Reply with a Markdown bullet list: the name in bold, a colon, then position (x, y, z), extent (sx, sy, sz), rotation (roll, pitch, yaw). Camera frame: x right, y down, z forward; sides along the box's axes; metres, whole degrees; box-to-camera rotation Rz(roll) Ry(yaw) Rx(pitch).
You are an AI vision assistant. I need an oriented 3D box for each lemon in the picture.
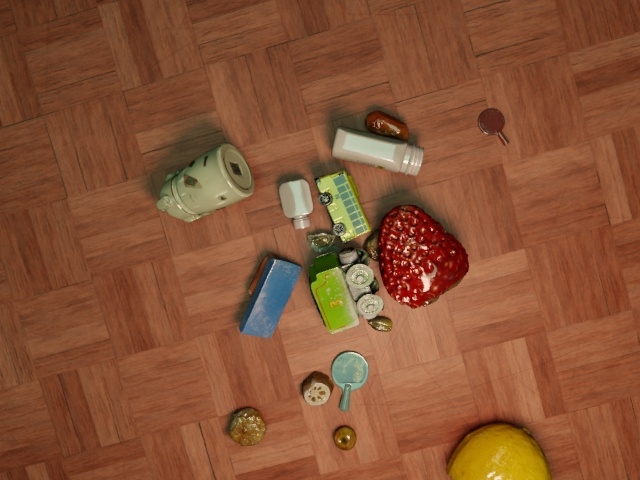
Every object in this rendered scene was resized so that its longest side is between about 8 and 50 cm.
- **lemon**: position (0.665, 0.834, 1.772), extent (0.363, 0.364, 0.365), rotation (0, 94, 2)

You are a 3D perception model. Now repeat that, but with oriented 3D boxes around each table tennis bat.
- **table tennis bat**: position (0.658, -0.424, 1.847), extent (0.098, 0.019, 0.155), rotation (-35, 89, 3)
- **table tennis bat**: position (0.109, 0.551, 1.921), extent (0.149, 0.038, 0.238), rotation (10, 91, 1)

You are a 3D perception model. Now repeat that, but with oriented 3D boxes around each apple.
- **apple**: position (0.097, 0.771, 1.913), extent (0.089, 0.074, 0.090), rotation (0, 93, 4)

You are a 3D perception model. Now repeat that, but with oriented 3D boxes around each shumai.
- **shumai**: position (0.232, 0.021, 1.859), extent (0.139, 0.105, 0.123), rotation (-28, 96, 29)

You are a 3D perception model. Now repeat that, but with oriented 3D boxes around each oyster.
- **oyster**: position (0.000, 0.000, 1.879), extent (0.100, 0.037, 0.098), rotation (25, 126, 8)

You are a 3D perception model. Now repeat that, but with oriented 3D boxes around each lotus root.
- **lotus root**: position (0.230, 0.322, 1.893), extent (0.099, 0.049, 0.054), rotation (11, 102, 1)
- **lotus root**: position (-0.010, 0.582, 1.909), extent (0.122, 0.081, 0.112), rotation (-43, 99, 4)

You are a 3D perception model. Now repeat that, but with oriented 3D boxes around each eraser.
- **eraser**: position (-0.189, 0.219, 1.866), extent (0.144, 0.042, 0.312), rotation (20, 98, -38)

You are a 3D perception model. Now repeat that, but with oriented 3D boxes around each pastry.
- **pastry**: position (-0.284, 0.732, 1.924), extent (0.153, 0.081, 0.154), rotation (-1, 97, -7)

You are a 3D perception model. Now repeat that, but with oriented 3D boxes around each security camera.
- **security camera**: position (0.070, 0.058, 1.889), extent (0.058, 0.058, 0.092), rotation (-43, 78, 4)

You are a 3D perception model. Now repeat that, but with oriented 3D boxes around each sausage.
- **sausage**: position (0.251, -0.425, 1.829), extent (0.179, 0.089, 0.089), rotation (22, 94, 3)
- **sausage**: position (-0.217, 0.142, 1.888), extent (0.077, 0.077, 0.194), rotation (26, 94, 0)

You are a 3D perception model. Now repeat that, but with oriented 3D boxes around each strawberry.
- **strawberry**: position (0.345, 0.040, 1.738), extent (0.317, 0.295, 0.345), rotation (-24, 110, 6)

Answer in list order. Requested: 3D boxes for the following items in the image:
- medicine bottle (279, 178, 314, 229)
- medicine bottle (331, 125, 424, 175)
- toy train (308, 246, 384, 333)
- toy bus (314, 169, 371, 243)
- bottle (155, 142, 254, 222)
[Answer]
- **medicine bottle**: position (-0.086, -0.137, 1.867), extent (0.119, 0.069, 0.183), rotation (-12, 92, 2)
- **medicine bottle**: position (0.208, -0.324, 1.789), extent (0.324, 0.179, 0.124), rotation (16, 94, 2)
- **toy train**: position (0.090, 0.174, 1.803), extent (0.248, 0.173, 0.307), rotation (-18, 116, 4)
- **toy bus**: position (0.082, -0.132, 1.833), extent (0.150, 0.128, 0.262), rotation (-24, 94, 3)
- **bottle**: position (-0.432, -0.191, 1.803), extent (0.351, 0.229, 0.229), rotation (-24, 92, 23)
